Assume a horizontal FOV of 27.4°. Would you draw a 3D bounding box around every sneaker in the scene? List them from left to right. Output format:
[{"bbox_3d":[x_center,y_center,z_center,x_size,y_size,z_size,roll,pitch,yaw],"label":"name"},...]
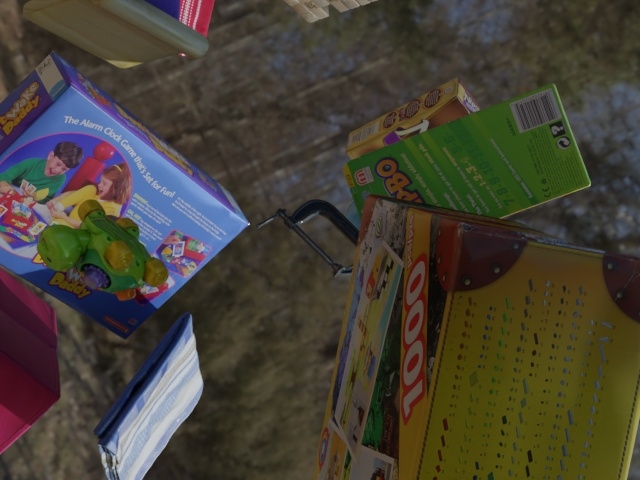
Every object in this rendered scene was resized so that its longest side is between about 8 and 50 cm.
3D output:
[{"bbox_3d":[0.092,-0.061,2.172,0.063,0.162,0.073,43,18,-1],"label":"sneaker"}]

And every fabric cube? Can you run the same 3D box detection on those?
[{"bbox_3d":[-0.538,0.157,1.783,0.258,0.254,0.259,42,10,-27],"label":"fabric cube"}]

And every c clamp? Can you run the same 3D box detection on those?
[{"bbox_3d":[0.000,0.000,1.945,0.160,0.137,0.022,40,-44,8],"label":"c clamp"}]

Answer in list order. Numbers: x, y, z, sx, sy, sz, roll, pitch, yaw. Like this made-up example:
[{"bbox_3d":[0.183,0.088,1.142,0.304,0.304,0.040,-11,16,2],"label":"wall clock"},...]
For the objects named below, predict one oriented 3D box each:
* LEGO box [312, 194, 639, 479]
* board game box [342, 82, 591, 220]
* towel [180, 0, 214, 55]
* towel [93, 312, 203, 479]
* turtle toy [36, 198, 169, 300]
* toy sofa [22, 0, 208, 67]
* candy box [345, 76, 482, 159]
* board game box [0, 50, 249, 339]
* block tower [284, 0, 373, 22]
[{"bbox_3d":[0.124,0.225,1.252,0.372,0.193,0.500,-154,-106,-79],"label":"LEGO box"},{"bbox_3d":[0.164,-0.075,1.497,0.039,0.259,0.124,-1,71,-80],"label":"board game box"},{"bbox_3d":[-0.271,-0.438,2.300,0.031,0.275,0.199,15,-86,30],"label":"towel"},{"bbox_3d":[-0.222,0.226,1.750,0.034,0.209,0.285,31,-22,11],"label":"towel"},{"bbox_3d":[-0.212,0.013,1.253,0.130,0.066,0.095,30,15,-47],"label":"turtle toy"},{"bbox_3d":[-0.169,-0.370,1.316,0.177,0.150,0.363,-9,-109,31],"label":"toy sofa"},{"bbox_3d":[0.141,-0.137,1.821,0.109,0.186,0.053,48,30,-28],"label":"candy box"},{"bbox_3d":[-0.284,-0.043,1.626,0.347,0.233,0.078,40,11,-45],"label":"board game box"},{"bbox_3d":[0.094,-0.406,1.842,0.097,0.335,0.091,30,49,-58],"label":"block tower"}]
